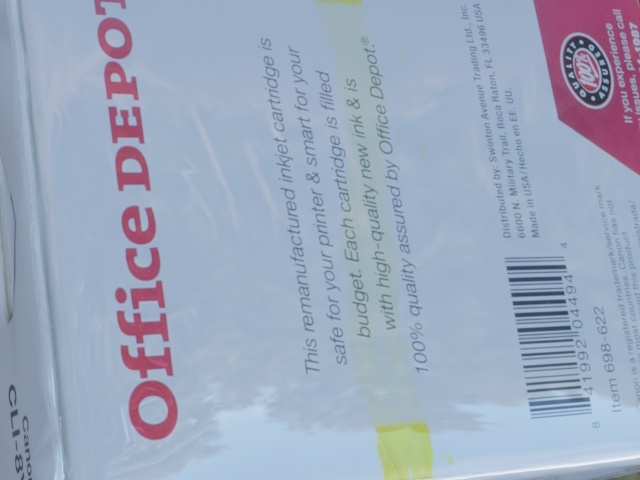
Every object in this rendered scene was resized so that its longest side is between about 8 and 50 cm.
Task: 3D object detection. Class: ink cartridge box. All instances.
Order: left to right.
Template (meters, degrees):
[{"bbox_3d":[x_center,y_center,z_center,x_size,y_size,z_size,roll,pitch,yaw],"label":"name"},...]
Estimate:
[{"bbox_3d":[0.000,0.000,0.859,0.384,0.279,0.160,0,165,-31],"label":"ink cartridge box"}]
